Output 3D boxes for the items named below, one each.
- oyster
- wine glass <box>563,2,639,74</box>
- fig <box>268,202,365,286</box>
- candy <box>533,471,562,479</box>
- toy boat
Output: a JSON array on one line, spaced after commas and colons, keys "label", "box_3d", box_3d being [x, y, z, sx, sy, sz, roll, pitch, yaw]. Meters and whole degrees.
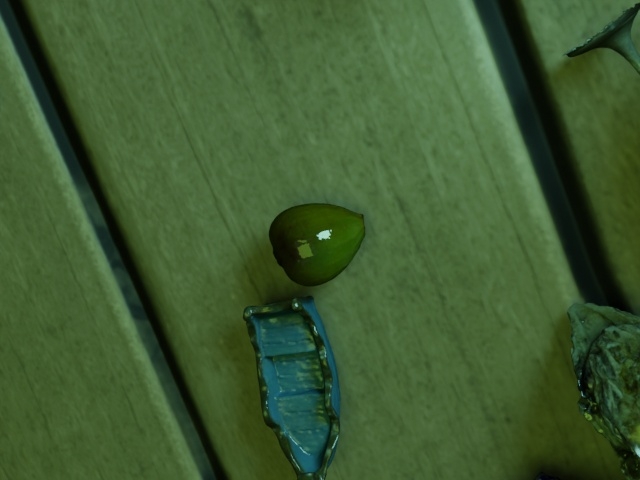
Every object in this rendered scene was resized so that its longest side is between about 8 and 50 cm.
[{"label": "oyster", "box_3d": [0.328, 0.176, 0.707, 0.162, 0.158, 0.351, -42, 78, -18]}, {"label": "wine glass", "box_3d": [0.294, -0.061, 0.683, 0.074, 0.074, 0.262, -38, 92, 24]}, {"label": "fig", "box_3d": [0.000, 0.000, 0.801, 0.088, 0.074, 0.074, -21, 98, 1]}, {"label": "candy", "box_3d": [0.264, 0.290, 0.683, 0.088, 0.312, 0.061, -45, 126, -11]}, {"label": "toy boat", "box_3d": [-0.023, 0.143, 0.841, 0.075, 0.077, 0.186, -8, 102, 20]}]
